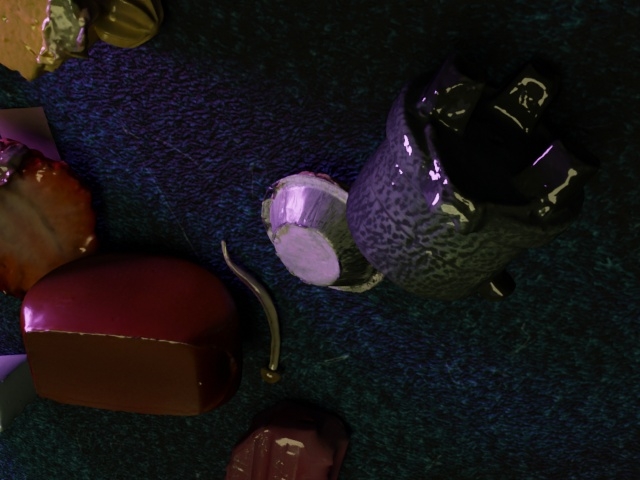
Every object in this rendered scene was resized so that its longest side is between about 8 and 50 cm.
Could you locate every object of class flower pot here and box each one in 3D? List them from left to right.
[{"bbox_3d":[0.195,-0.077,1.052,0.299,0.299,0.283,35,131,-1],"label":"flower pot"}]

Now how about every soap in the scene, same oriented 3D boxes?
[{"bbox_3d":[-0.767,0.337,1.784,0.289,0.173,0.095,-8,116,27],"label":"soap"},{"bbox_3d":[-0.075,0.457,1.603,0.220,0.127,0.325,19,125,10],"label":"soap"}]

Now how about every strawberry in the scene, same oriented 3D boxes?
[{"bbox_3d":[-0.536,-0.029,1.463,0.149,0.265,0.336,41,164,48],"label":"strawberry"}]

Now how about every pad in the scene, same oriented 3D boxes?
[{"bbox_3d":[-0.526,-0.156,1.479,0.113,0.006,0.188,0,121,19],"label":"pad"}]

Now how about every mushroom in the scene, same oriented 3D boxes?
[{"bbox_3d":[-0.112,0.134,1.476,0.068,0.043,0.306,-13,116,1],"label":"mushroom"}]

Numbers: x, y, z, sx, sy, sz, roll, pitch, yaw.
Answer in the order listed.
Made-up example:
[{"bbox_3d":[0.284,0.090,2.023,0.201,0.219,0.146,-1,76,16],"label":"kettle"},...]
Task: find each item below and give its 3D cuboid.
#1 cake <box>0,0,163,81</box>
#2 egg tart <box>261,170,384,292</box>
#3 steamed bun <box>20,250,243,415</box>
[{"bbox_3d":[-0.380,-0.377,1.146,0.286,0.227,0.222,34,131,2],"label":"cake"},{"bbox_3d":[0.000,0.000,1.281,0.234,0.094,0.234,21,136,21],"label":"egg tart"},{"bbox_3d":[-0.324,0.157,1.443,0.379,0.248,0.235,4,126,3],"label":"steamed bun"}]
